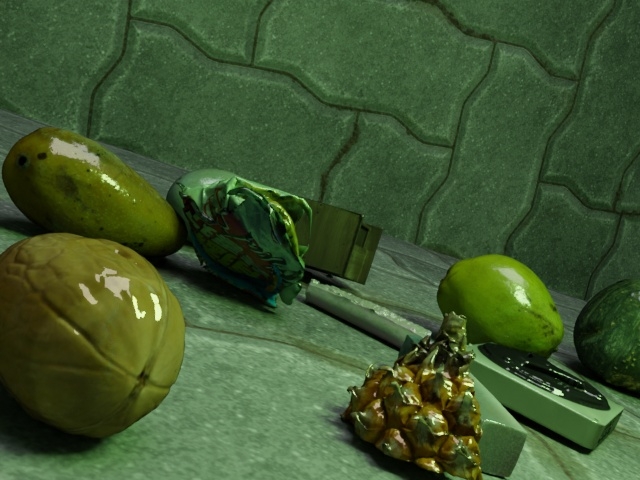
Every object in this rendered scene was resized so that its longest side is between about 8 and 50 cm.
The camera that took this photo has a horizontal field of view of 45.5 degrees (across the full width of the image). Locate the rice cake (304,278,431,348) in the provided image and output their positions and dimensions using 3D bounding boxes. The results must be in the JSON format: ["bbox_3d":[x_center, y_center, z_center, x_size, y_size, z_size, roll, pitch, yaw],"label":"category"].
[{"bbox_3d":[0.081,0.138,1.391,0.270,0.055,0.049,25,19,28],"label":"rice cake"}]

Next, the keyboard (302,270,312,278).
[{"bbox_3d":[-0.065,0.070,1.654,0.049,0.015,0.129,18,6,24],"label":"keyboard"}]

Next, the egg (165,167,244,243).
[{"bbox_3d":[-0.221,-0.066,1.603,0.169,0.169,0.236,27,10,40],"label":"egg"}]

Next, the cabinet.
[{"bbox_3d":[0.000,0.000,1.692,0.215,0.148,0.175,16,-4,20],"label":"cabinet"}]

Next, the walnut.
[{"bbox_3d":[-0.203,0.076,0.653,0.197,0.165,0.165,17,3,44],"label":"walnut"}]

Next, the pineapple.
[{"bbox_3d":[0.104,0.162,0.881,0.140,0.164,0.250,12,12,-8],"label":"pineapple"}]

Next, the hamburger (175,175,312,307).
[{"bbox_3d":[-0.103,-0.015,1.312,0.276,0.150,0.260,8,-47,47],"label":"hamburger"}]

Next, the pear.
[{"bbox_3d":[0.360,0.143,1.534,0.269,0.212,0.212,32,11,20],"label":"pear"}]

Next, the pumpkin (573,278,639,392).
[{"bbox_3d":[0.755,0.231,1.798,0.291,0.257,0.328,34,17,9],"label":"pumpkin"}]

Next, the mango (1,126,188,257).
[{"bbox_3d":[-0.361,-0.058,1.256,0.329,0.175,0.176,39,22,-28],"label":"mango"}]

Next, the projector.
[{"bbox_3d":[0.366,0.244,1.283,0.259,0.079,0.257,26,8,27],"label":"projector"}]

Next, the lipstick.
[{"bbox_3d":[0.179,0.213,1.043,0.068,0.066,0.317,19,7,-13],"label":"lipstick"}]
